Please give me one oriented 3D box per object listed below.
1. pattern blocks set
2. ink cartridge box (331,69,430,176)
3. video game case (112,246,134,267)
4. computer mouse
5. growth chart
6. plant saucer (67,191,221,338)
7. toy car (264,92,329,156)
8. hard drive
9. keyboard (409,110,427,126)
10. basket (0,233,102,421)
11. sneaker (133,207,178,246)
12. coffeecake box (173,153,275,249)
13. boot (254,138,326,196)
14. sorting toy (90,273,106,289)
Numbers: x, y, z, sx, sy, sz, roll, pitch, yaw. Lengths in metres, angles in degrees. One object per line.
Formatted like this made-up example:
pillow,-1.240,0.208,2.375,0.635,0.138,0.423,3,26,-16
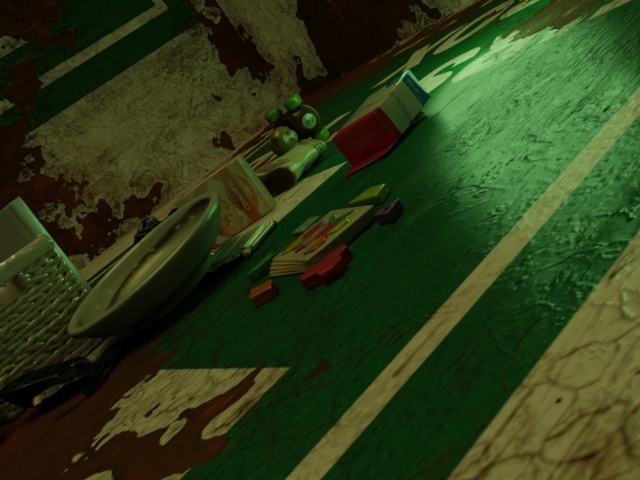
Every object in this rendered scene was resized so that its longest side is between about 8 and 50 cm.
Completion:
pattern blocks set,0.000,0.000,1.262,0.285,0.026,0.324,-44,14,-33
ink cartridge box,0.116,-0.239,1.680,0.134,0.078,0.231,-28,18,44
video game case,-0.449,0.036,2.156,0.244,0.061,0.269,-45,5,-33
computer mouse,-0.478,0.270,1.480,0.261,0.060,0.184,-20,12,14
growth chart,-0.191,0.028,1.680,0.237,0.021,0.172,-26,17,39
plant saucer,-0.325,0.070,1.646,0.400,0.100,0.400,-38,17,14
toy car,-0.085,-0.288,2.300,0.149,0.155,0.188,-28,24,34
hard drive,-0.658,0.080,1.961,0.233,0.353,0.047,-22,17,48
keyboard,0.171,-0.259,1.803,0.072,0.014,0.256,-41,12,1
basket,-0.689,0.205,1.793,0.331,0.266,0.328,-19,21,51
sneaker,-0.404,0.034,1.938,0.129,0.147,0.330,-26,16,38
coffeecake box,-0.220,-0.087,1.900,0.185,0.142,0.068,-34,12,11
boot,-0.094,-0.181,2.069,0.213,0.077,0.165,-14,25,47
sorting toy,-0.585,0.102,2.405,0.274,0.046,0.132,-43,14,-31
